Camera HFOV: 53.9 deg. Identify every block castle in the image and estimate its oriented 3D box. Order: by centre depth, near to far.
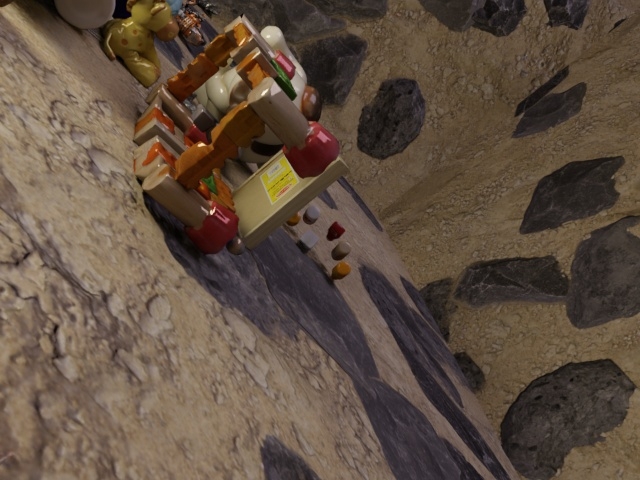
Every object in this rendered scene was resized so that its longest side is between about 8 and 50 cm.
[{"bbox_3d":[-0.155,-0.194,1.150,0.213,0.303,0.453,46,13,-34],"label":"block castle"}]

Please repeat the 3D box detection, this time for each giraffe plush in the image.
[{"bbox_3d":[-0.400,-0.482,1.427,0.181,0.170,0.210,57,12,24],"label":"giraffe plush"}]

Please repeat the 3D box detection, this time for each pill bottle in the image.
[{"bbox_3d":[-0.502,-0.540,1.330,0.119,0.119,0.208,42,15,-42],"label":"pill bottle"}]

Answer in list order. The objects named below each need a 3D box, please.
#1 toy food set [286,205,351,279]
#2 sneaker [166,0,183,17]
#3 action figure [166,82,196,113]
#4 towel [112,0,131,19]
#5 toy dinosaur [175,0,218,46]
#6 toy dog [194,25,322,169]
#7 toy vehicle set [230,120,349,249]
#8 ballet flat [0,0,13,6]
[{"bbox_3d":[0.000,0.000,1.734,0.232,0.111,0.104,41,-21,0],"label":"toy food set"},{"bbox_3d":[-0.497,-0.718,1.867,0.135,0.150,0.366,19,14,8],"label":"sneaker"},{"bbox_3d":[-0.289,-0.277,1.532,0.232,0.063,0.137,60,10,23],"label":"action figure"},{"bbox_3d":[-0.452,-0.651,1.407,0.308,0.076,0.228,-13,-87,68],"label":"towel"},{"bbox_3d":[-0.507,-0.853,2.325,0.218,0.164,0.322,-18,91,-62],"label":"toy dinosaur"},{"bbox_3d":[-0.161,-0.336,1.601,0.408,0.284,0.396,-167,-107,-74],"label":"toy dog"},{"bbox_3d":[-0.077,-0.118,1.320,0.035,0.267,0.166,41,16,-40],"label":"toy vehicle set"},{"bbox_3d":[-0.555,-0.473,0.867,0.342,0.124,0.116,41,15,-45],"label":"ballet flat"}]
